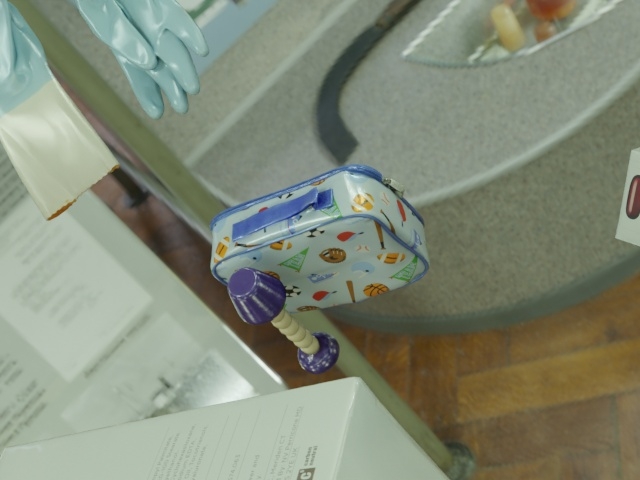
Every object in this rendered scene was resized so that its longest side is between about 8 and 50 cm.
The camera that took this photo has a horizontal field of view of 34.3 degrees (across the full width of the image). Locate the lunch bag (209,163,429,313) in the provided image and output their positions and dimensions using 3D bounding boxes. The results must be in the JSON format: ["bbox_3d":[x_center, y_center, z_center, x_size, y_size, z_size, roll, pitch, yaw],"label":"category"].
[{"bbox_3d":[0.000,0.000,1.520,0.303,0.243,0.115,-21,54,26],"label":"lunch bag"}]

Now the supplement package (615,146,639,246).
[{"bbox_3d":[0.608,-0.051,1.523,0.262,0.145,0.204,23,30,39],"label":"supplement package"}]

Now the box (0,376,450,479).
[{"bbox_3d":[-0.074,0.248,0.725,0.345,0.215,0.168,-16,39,33],"label":"box"}]

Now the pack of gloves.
[{"bbox_3d":[-0.199,-0.165,0.832,0.195,0.232,0.046,-34,-7,17],"label":"pack of gloves"}]

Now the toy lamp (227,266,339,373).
[{"bbox_3d":[-0.053,0.117,1.528,0.080,0.274,0.080,-11,61,21],"label":"toy lamp"}]
